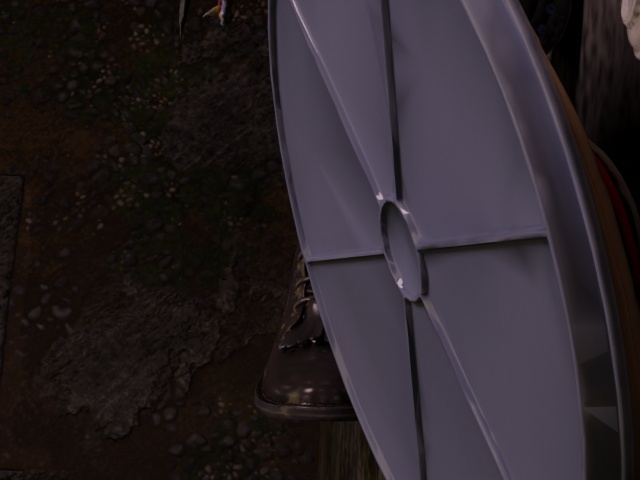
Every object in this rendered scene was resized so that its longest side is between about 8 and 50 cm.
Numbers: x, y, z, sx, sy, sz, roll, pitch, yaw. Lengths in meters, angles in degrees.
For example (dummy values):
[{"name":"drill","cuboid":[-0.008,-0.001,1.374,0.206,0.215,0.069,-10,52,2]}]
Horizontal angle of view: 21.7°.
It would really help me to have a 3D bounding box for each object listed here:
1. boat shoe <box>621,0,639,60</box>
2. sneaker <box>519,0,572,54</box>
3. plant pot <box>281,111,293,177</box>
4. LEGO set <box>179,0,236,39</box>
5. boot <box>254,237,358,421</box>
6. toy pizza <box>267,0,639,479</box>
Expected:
[{"name":"boat shoe","cuboid":[0.058,-0.080,0.296,0.035,0.035,0.100,-92,5,-67]},{"name":"sneaker","cuboid":[0.047,-0.115,0.476,0.058,0.052,0.135,-43,-43,-84]},{"name":"plant pot","cuboid":[0.030,-0.020,0.543,0.081,0.082,0.083,-96,-1,-78]},{"name":"LEGO set","cuboid":[-0.031,-0.283,0.858,0.255,0.192,0.331,101,171,-79]},{"name":"boot","cuboid":[0.000,0.000,1.261,0.263,0.091,0.229,-87,-2,-72]},{"name":"toy pizza","cuboid":[0.034,-0.001,0.410,0.201,0.032,0.201,165,90,-75]}]
